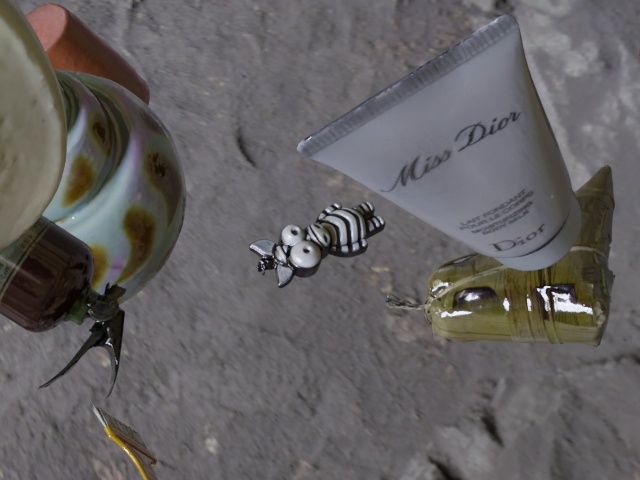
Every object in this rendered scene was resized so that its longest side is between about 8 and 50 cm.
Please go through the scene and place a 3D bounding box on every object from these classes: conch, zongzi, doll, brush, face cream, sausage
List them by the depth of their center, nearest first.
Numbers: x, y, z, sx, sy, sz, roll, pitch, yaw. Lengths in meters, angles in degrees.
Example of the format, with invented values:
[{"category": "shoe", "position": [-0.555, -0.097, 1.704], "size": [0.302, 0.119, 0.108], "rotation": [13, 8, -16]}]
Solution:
[{"category": "face cream", "position": [0.103, -0.054, 0.834], "size": [0.143, 0.089, 0.314], "rotation": [-30, 154, 14]}, {"category": "zongzi", "position": [0.165, 0.006, 1.106], "size": [0.081, 0.189, 0.178], "rotation": [67, 28, -55]}, {"category": "conch", "position": [-0.262, -0.050, 1.253], "size": [0.250, 0.197, 0.368], "rotation": [-8, 127, 5]}, {"category": "brush", "position": [-0.234, 0.326, 1.708], "size": [0.013, 0.272, 0.103], "rotation": [-44, 133, 2]}, {"category": "doll", "position": [0.000, 0.000, 1.891], "size": [0.219, 0.067, 0.091], "rotation": [-25, 69, -24]}, {"category": "sausage", "position": [-0.353, -0.252, 1.899], "size": [0.113, 0.114, 0.259], "rotation": [-54, 143, -4]}]

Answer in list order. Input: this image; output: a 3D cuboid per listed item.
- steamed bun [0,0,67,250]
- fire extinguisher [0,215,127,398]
[{"category": "steamed bun", "position": [-0.248, -0.109, 0.620], "size": [0.154, 0.200, 0.250], "rotation": [-49, 138, 7]}, {"category": "fire extinguisher", "position": [-0.219, 0.016, 0.817], "size": [0.231, 0.071, 0.099], "rotation": [35, 61, -4]}]
